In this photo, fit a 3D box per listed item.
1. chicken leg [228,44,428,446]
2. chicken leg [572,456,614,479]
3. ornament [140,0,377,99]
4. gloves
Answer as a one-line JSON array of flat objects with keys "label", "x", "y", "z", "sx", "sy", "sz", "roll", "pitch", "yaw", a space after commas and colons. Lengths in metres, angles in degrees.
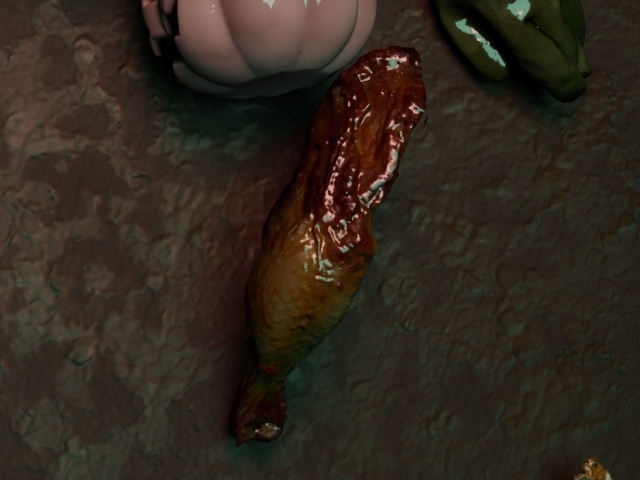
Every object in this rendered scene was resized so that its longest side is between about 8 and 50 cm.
[{"label": "chicken leg", "x": 0.000, "y": 0.000, "z": 1.141, "sx": 0.083, "sy": 0.177, "sz": 0.322, "roll": 22, "pitch": 76, "yaw": 1}, {"label": "chicken leg", "x": 0.191, "y": 0.244, "z": 1.243, "sx": 0.207, "sy": 0.085, "sz": 0.101, "roll": -5, "pitch": 130, "yaw": -16}, {"label": "ornament", "x": -0.048, "y": -0.194, "z": 1.139, "sx": 0.177, "sy": 0.177, "sz": 0.177, "roll": 2, "pitch": 84, "yaw": -22}, {"label": "gloves", "x": 0.147, "y": -0.231, "z": 1.263, "sx": 0.135, "sy": 0.107, "sz": 0.268, "roll": -35, "pitch": 102, "yaw": 10}]
